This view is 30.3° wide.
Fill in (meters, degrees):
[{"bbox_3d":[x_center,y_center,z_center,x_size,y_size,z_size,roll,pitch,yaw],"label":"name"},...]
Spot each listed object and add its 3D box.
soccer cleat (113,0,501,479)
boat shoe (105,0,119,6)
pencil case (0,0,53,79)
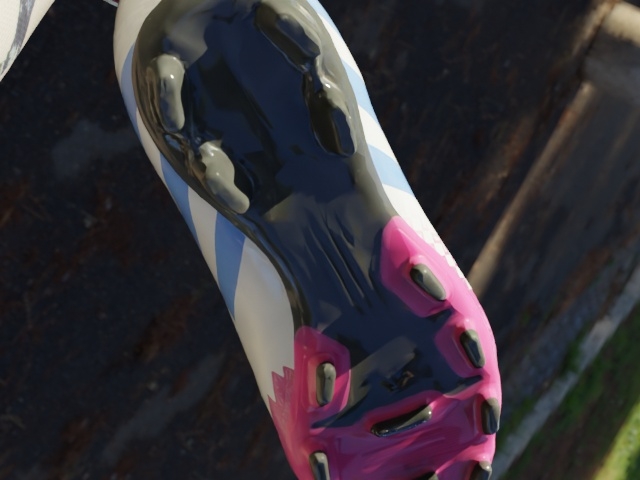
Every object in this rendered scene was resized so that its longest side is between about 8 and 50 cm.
[{"bbox_3d":[0.000,0.000,0.574,0.116,0.143,0.331,-24,121,-3],"label":"soccer cleat"},{"bbox_3d":[-0.136,-0.197,0.924,0.043,0.137,0.049,-64,173,22],"label":"boat shoe"},{"bbox_3d":[-0.191,-0.087,0.414,0.160,0.183,0.410,53,46,-37],"label":"pencil case"}]
